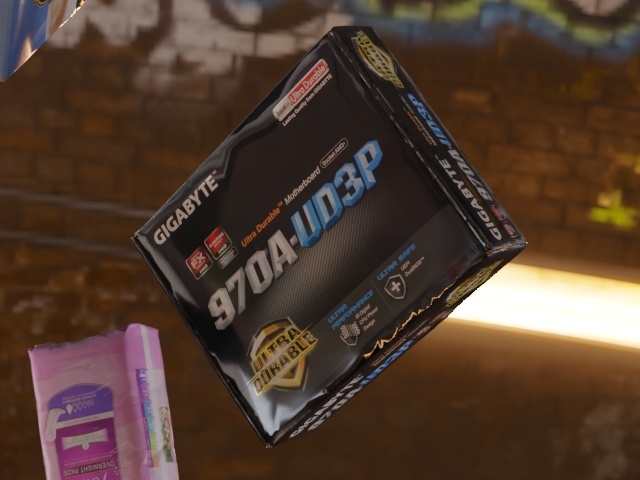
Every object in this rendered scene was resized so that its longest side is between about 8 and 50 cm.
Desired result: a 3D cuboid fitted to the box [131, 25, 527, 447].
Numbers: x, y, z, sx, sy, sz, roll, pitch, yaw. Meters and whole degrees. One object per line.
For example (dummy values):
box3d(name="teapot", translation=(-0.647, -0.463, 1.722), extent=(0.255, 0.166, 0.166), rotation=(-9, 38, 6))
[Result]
box3d(name="box", translation=(0.000, 0.000, 1.085), extent=(0.051, 0.220, 0.175), rotation=(-11, -117, -55))

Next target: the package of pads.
box3d(name="package of pads", translation=(-0.085, 0.077, 0.680), extent=(0.050, 0.083, 0.032), rotation=(-14, 169, 26))

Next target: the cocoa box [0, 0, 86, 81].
box3d(name="cocoa box", translation=(-0.322, -0.282, 1.147), extent=(0.347, 0.231, 0.228), rotation=(14, -151, 6))
